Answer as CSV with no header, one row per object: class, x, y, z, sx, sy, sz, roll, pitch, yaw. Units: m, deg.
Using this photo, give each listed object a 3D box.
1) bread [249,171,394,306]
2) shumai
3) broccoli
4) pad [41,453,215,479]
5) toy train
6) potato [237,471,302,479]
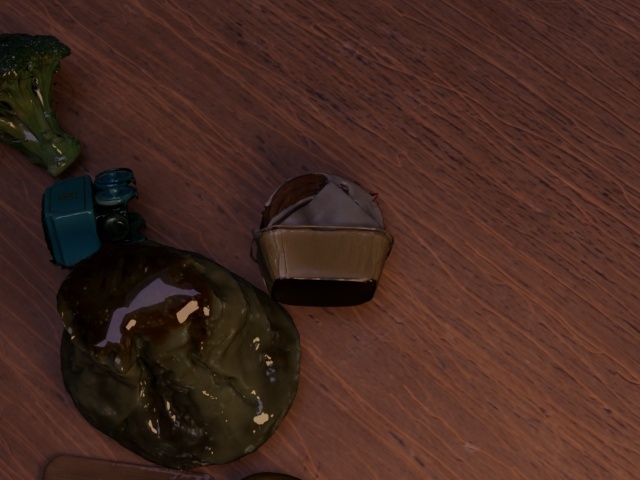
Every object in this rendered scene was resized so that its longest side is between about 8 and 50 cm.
bread,0.000,0.000,2.043,0.224,0.142,0.212,1,56,-8
shumai,-0.236,0.145,1.930,0.397,0.323,0.324,23,72,15
broccoli,-0.510,-0.230,2.186,0.254,0.269,0.269,-40,68,-1
pad,-0.317,0.482,1.974,0.287,0.018,0.284,5,69,12
toy train,-0.371,-0.039,2.095,0.163,0.203,0.112,-11,111,-7
potato,-0.072,0.419,1.889,0.178,0.158,0.203,-17,63,2
